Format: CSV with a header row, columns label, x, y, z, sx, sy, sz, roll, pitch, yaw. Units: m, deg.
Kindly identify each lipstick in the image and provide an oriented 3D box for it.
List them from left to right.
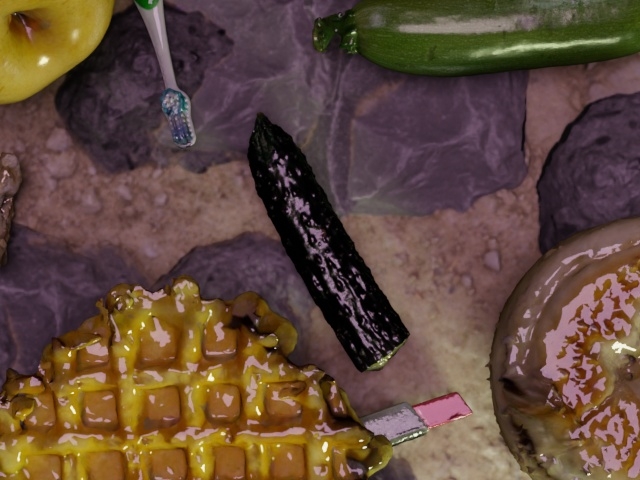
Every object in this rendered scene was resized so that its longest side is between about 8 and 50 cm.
label,x,y,z,sx,sy,sz,roll,pitch,yaw
lipstick,0.007,0.219,1.136,0.312,0.051,0.051,-20,86,-1

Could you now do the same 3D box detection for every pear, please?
label,x,y,z,sx,sy,sz,roll,pitch,yaw
pear,-0.353,-0.285,1.052,0.314,0.314,0.314,0,87,2

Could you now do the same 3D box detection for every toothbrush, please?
label,x,y,z,sx,sy,sz,roll,pitch,yaw
toothbrush,-0.197,-0.301,1.179,0.042,0.040,0.418,-15,82,2

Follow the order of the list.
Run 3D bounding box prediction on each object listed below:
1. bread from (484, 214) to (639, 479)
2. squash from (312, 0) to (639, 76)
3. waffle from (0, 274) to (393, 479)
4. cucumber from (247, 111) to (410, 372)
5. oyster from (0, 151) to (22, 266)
label,x,y,z,sx,sy,sz,roll,pitch,yaw
bread,0.309,0.123,1.074,0.305,0.159,0.305,0,89,-1
squash,0.180,-0.223,1.127,0.379,0.101,0.101,-2,87,0
waffle,-0.144,0.234,1.058,0.382,0.095,0.379,-44,94,1
cucumber,-0.002,0.001,1.137,0.072,0.072,0.300,-30,86,0
oyster,-0.396,-0.024,1.148,0.163,0.081,0.191,34,85,8
